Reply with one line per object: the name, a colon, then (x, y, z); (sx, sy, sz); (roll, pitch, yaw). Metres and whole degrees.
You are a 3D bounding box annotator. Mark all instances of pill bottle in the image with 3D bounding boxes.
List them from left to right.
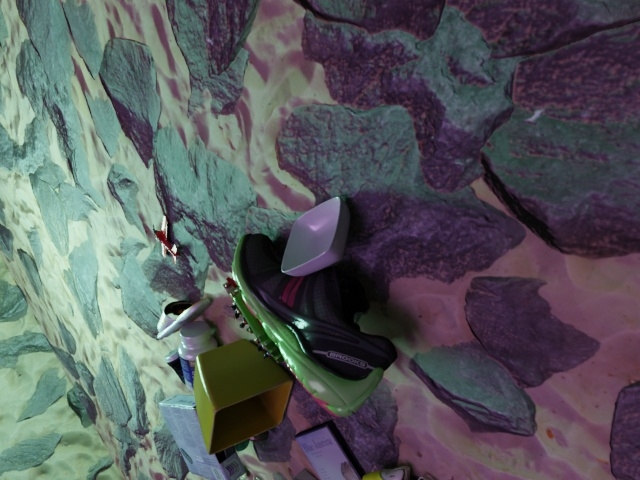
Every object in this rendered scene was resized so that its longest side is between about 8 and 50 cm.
pill bottle: (-0.344, 0.329, 1.679); (0.112, 0.112, 0.186); (20, 126, 41)

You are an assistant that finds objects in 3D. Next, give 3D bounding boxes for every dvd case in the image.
dvd case: (0.046, 0.572, 1.453); (0.253, 0.022, 0.180); (57, 142, 8)

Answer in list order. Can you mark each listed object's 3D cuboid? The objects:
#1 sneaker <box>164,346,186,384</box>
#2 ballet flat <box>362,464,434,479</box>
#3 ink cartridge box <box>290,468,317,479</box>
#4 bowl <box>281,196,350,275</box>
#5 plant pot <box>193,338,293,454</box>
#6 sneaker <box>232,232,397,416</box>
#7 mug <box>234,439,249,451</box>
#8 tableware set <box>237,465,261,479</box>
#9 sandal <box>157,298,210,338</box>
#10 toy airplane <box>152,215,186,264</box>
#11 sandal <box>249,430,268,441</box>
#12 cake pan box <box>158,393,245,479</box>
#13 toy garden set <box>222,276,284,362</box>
sneaker: (-0.410, 0.382, 1.792); (0.121, 0.079, 0.217); (58, 166, 1)
ballet flat: (0.190, 0.517, 1.228); (0.231, 0.077, 0.077); (15, 101, 40)
ink cartridge box: (-0.028, 0.709, 1.584); (0.109, 0.063, 0.150); (29, 130, 36)
bowl: (0.000, 0.000, 1.086); (0.053, 0.142, 0.142); (35, 138, -27)
plant pot: (-0.220, 0.382, 1.512); (0.187, 0.212, 0.212); (51, 142, 35)
sneaker: (-0.018, 0.132, 1.165); (0.483, 0.202, 0.185); (47, 170, 42)
mug: (-0.267, 0.562, 1.741); (0.158, 0.097, 0.129); (46, 138, 19)
tableware set: (-0.223, 0.791, 1.889); (0.169, 0.020, 0.141); (23, 128, 39)
sandal: (-0.398, 0.202, 1.686); (0.265, 0.102, 0.076); (-38, 80, 43)
toy airplane: (-0.432, 0.011, 1.658); (0.151, 0.028, 0.151); (25, 127, 38)
sandal: (-0.229, 0.486, 1.667); (0.219, 0.090, 0.060); (31, 116, 36)
cake pan box: (-0.347, 0.567, 1.700); (0.267, 0.070, 0.245); (-18, 99, 52)
toy garden set: (-0.172, 0.176, 1.352); (0.203, 0.049, 0.244); (55, 172, 24)
